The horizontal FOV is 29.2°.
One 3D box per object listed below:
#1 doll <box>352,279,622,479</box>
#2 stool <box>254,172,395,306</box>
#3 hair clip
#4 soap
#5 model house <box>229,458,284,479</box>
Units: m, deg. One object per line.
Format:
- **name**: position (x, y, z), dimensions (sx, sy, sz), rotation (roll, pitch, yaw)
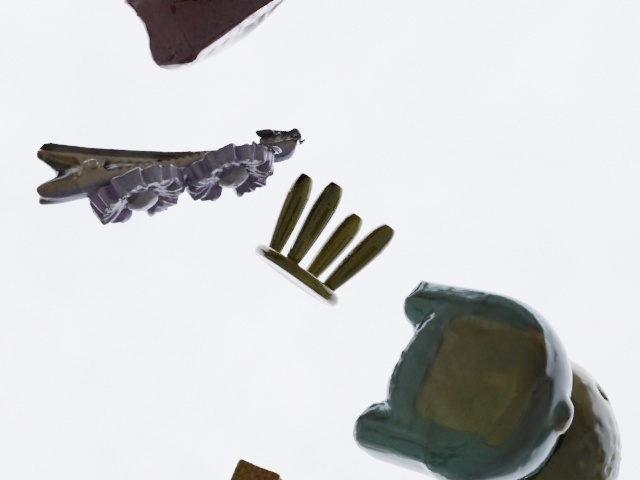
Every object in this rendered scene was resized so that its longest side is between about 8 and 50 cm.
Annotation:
- **doll**: position (0.161, 0.159, 1.045), dimensions (0.161, 0.260, 0.177), rotation (9, -114, 33)
- **stool**: position (0.000, 0.000, 1.360), dimensions (0.134, 0.135, 0.110), rotation (34, -95, 20)
- **hair clip**: position (-0.149, -0.072, 1.257), dimensions (0.292, 0.106, 0.084), rotation (-9, -112, -21)
- **soap**: position (-0.097, -0.294, 1.343), dimensions (0.220, 0.325, 0.127), rotation (-36, -82, 9)
- **model house**: position (-0.074, 0.296, 1.351), dimensions (0.100, 0.088, 0.101), rotation (30, -28, -19)
